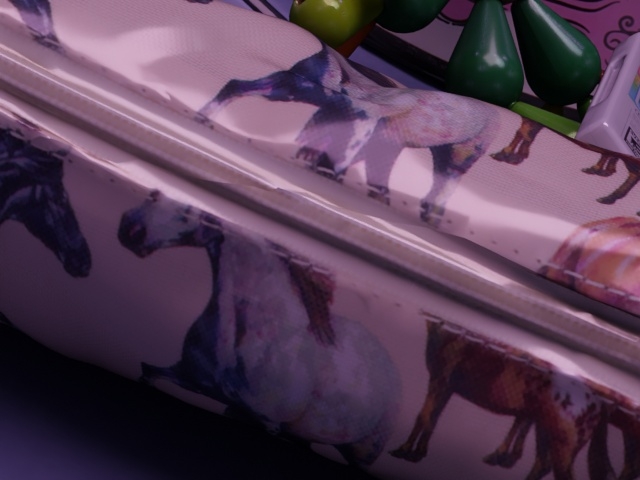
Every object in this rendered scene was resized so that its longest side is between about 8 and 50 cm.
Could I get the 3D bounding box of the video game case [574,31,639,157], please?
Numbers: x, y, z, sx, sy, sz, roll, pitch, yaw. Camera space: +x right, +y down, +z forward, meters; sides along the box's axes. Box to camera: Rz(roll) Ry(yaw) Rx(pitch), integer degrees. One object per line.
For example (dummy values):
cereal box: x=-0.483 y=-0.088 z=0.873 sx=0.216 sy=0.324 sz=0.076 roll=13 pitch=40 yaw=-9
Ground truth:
video game case: x=0.163 y=-0.003 z=0.773 sx=0.157 sy=0.019 sz=0.143 roll=55 pitch=24 yaw=-9

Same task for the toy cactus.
toy cactus: x=0.080 y=-0.102 z=0.858 sx=0.219 sy=0.112 sz=0.180 roll=14 pitch=71 yaw=-24

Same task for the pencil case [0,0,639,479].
pencil case: x=0.000 y=0.000 z=0.642 sx=0.410 sy=0.160 sz=0.183 roll=23 pitch=5 yaw=8

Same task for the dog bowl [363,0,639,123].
dog bowl: x=0.164 y=-0.220 z=1.082 sx=0.408 sy=0.150 sz=0.408 roll=13 pitch=32 yaw=-9
